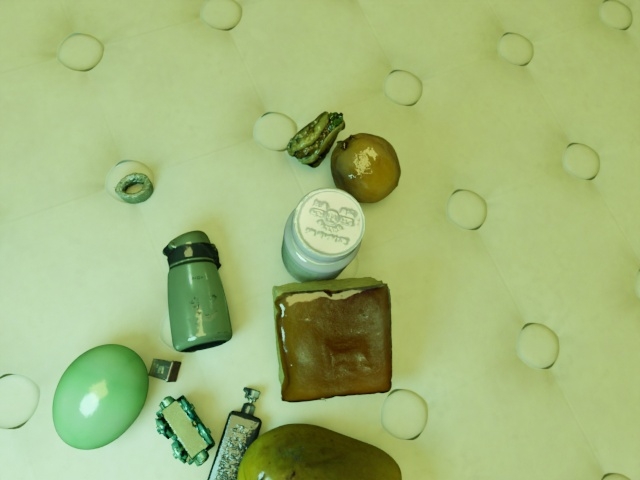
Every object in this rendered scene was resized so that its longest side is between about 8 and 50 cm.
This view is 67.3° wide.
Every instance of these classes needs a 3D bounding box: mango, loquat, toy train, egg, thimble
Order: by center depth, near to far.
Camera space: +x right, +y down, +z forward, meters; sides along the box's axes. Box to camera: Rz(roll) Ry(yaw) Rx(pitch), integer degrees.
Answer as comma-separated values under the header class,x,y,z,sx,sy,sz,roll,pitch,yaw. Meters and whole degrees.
class,x,y,z,sx,sy,sz,roll,pitch,yaw
egg,-0.574,0.406,1.261,0.220,0.220,0.270,27,81,0
mango,0.008,0.627,1.266,0.445,0.301,0.221,9,115,-20
toy train,-0.365,0.508,1.296,0.107,0.154,0.198,-34,83,-18
thimble,-0.579,-0.161,1.492,0.110,0.062,0.084,-14,77,-11
loquat,0.142,-0.229,1.540,0.238,0.193,0.238,-2,101,-13

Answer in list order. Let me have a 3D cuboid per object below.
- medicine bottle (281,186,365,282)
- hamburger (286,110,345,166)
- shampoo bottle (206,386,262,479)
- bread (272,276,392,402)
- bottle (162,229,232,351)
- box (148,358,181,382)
class,x,y,z,sx,sy,sz,roll,pitch,yaw
medicine bottle,0.000,0.000,1.362,0.213,0.379,0.214,2,76,-7
hamburger,-0.008,-0.325,1.557,0.206,0.183,0.130,-43,105,-12
shampoo bottle,-0.233,0.570,1.338,0.098,0.071,0.309,18,74,-1
bread,0.034,0.278,1.359,0.323,0.143,0.333,-6,103,-8
bottle,-0.361,0.137,1.393,0.168,0.168,0.347,-10,72,-10
box,-0.440,0.366,1.362,0.063,0.085,0.060,10,75,4
